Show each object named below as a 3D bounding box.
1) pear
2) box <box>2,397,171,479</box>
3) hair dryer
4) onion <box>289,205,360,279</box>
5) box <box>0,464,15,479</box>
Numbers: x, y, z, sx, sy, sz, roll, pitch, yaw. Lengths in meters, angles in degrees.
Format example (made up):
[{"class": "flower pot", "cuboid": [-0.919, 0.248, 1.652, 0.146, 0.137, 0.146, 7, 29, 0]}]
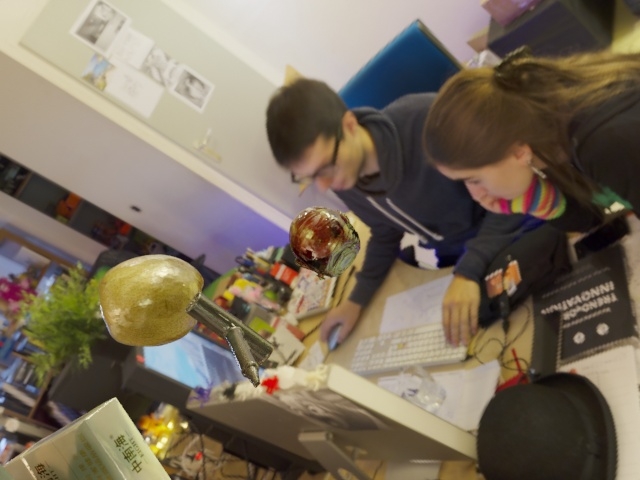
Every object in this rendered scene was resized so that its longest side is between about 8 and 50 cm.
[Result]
[{"class": "pear", "cuboid": [-0.346, 0.124, 1.290, 0.228, 0.211, 0.189, 176, 85, -73]}, {"class": "box", "cuboid": [-0.352, 0.349, 0.918, 0.242, 0.155, 0.067, -33, 0, 29]}, {"class": "hair dryer", "cuboid": [-0.147, 0.175, 1.034, 0.050, 0.173, 0.195, -52, 17, 3]}, {"class": "onion", "cuboid": [0.000, 0.000, 0.984, 0.117, 0.118, 0.119, 66, -135, -65]}, {"class": "box", "cuboid": [-0.414, 0.384, 0.728, 0.117, 0.225, 0.225, -24, 38, -12]}]
